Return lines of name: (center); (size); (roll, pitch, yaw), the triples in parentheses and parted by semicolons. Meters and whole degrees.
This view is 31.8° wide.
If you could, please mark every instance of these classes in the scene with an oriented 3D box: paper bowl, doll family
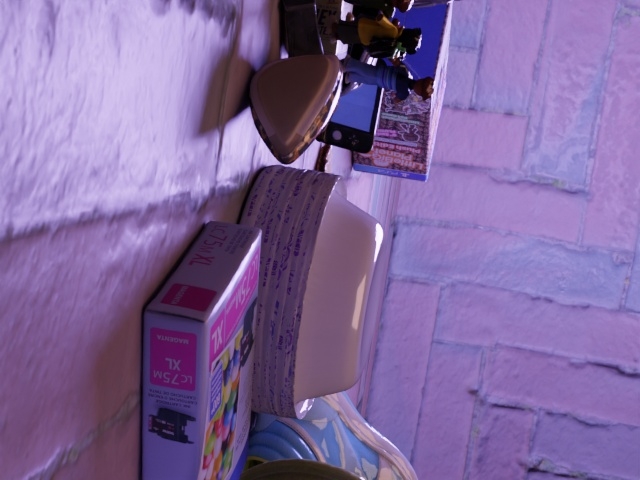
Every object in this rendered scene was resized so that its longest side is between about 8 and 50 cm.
paper bowl: (-0.012, 0.063, 1.283); (0.284, 0.148, 0.284); (11, 90, -82)
doll family: (0.073, -0.222, 1.267); (0.193, 0.111, 0.076); (53, 51, -67)

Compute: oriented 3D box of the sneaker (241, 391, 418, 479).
sneaker: (0.003, 0.328, 1.473); (0.319, 0.127, 0.208); (49, 46, -26)

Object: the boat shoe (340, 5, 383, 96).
boat shoe: (0.045, -0.328, 1.411); (0.102, 0.108, 0.301); (-64, 169, -69)

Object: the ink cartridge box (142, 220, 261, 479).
ink cartridge box: (-0.108, 0.159, 1.025); (0.186, 0.065, 0.311); (-64, 163, -63)

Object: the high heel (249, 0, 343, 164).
high heel: (-0.016, -0.122, 1.199); (0.186, 0.093, 0.261); (82, 9, -45)

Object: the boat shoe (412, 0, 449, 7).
boat shoe: (0.141, -0.374, 1.569); (0.355, 0.130, 0.132); (-136, -123, -69)

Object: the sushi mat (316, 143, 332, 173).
sushi mat: (0.000, 0.000, 1.752); (0.316, 0.019, 0.151); (88, 13, -55)

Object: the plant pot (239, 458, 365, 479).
plant pot: (-0.047, 0.406, 1.142); (0.254, 0.276, 0.276); (-41, 141, -59)

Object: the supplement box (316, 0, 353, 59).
supplement box: (0.003, -0.258, 1.326); (0.083, 0.056, 0.083); (-50, 149, -73)

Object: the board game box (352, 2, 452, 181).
board game box: (0.144, -0.283, 1.997); (0.291, 0.141, 0.232); (84, 17, -62)

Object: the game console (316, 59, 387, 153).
game console: (0.040, -0.208, 1.574); (0.085, 0.124, 0.144); (167, -65, -70)
